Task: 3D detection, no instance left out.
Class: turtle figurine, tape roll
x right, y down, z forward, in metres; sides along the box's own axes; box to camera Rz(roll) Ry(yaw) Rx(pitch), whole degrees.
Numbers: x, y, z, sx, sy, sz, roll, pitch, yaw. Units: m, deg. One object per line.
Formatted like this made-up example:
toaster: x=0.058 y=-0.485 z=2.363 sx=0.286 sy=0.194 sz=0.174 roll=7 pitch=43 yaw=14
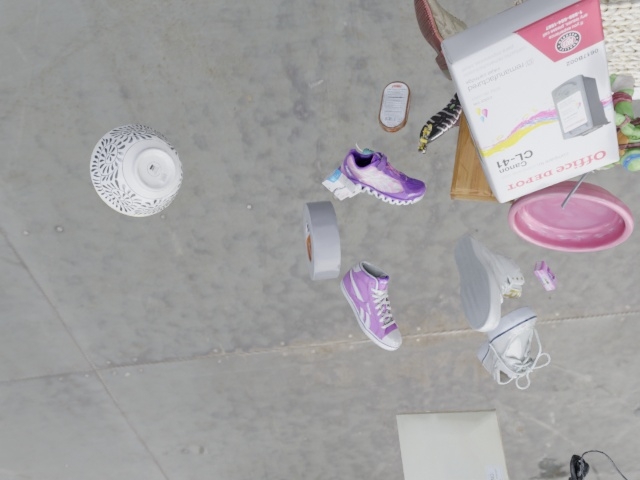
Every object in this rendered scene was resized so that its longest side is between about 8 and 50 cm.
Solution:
turtle figurine: x=0.693 y=-0.271 z=1.092 sx=0.197 sy=0.266 sz=0.274 roll=36 pitch=146 yaw=-20
tape roll: x=0.000 y=0.000 z=1.223 sx=0.072 sy=0.219 sz=0.219 roll=-5 pitch=127 yaw=-9

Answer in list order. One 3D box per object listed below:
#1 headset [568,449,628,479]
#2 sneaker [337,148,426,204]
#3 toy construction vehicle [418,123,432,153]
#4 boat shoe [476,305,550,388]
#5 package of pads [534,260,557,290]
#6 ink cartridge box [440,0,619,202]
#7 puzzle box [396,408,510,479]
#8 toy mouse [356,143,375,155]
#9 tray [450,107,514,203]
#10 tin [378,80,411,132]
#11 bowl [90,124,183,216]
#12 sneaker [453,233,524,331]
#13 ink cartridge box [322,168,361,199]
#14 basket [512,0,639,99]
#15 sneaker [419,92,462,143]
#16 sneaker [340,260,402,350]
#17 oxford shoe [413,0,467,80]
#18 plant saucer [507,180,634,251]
headset: x=0.708 y=0.528 z=0.853 sx=0.394 sy=0.185 sz=0.243 roll=9 pitch=145 yaw=32
sneaker: x=0.154 y=-0.166 z=1.099 sx=0.236 sy=0.095 sz=0.105 roll=16 pitch=130 yaw=3
toy construction vehicle: x=0.358 y=-0.351 z=1.516 sx=0.035 sy=0.098 sz=0.086 roll=14 pitch=144 yaw=13
boat shoe: x=0.517 y=0.310 z=1.165 sx=0.135 sy=0.156 sz=0.367 roll=-20 pitch=146 yaw=-8
package of pads: x=0.690 y=0.107 z=1.343 sx=0.083 sy=0.050 sz=0.032 roll=50 pitch=138 yaw=-12
ink cartridge box: x=0.377 y=-0.249 z=0.784 sx=0.226 sy=0.131 sz=0.306 roll=-21 pitch=124 yaw=21
puzzle box: x=0.361 y=0.665 z=1.153 sx=0.272 sy=0.409 sz=0.052 roll=-11 pitch=165 yaw=23
toy mouse: x=0.172 y=-0.330 z=1.781 sx=0.161 sy=0.031 sz=0.143 roll=-8 pitch=132 yaw=28
tray: x=0.572 y=-0.337 z=1.487 sx=0.202 sy=0.411 sz=0.076 roll=7 pitch=168 yaw=20
tin: x=0.270 y=-0.487 z=1.589 sx=0.106 sy=0.190 sz=0.040 roll=8 pitch=172 yaw=14
bowl: x=-0.313 y=-0.126 z=0.788 sx=0.080 sy=0.170 sz=0.170 roll=8 pitch=142 yaw=47
sneaker: x=0.428 y=0.115 z=1.054 sx=0.169 sy=0.293 sz=0.108 roll=24 pitch=130 yaw=-11
ink cartridge box: x=0.051 y=-0.129 z=1.061 sx=0.083 sy=0.028 sz=0.048 roll=40 pitch=146 yaw=-17
basket: x=0.731 y=-0.574 z=1.232 sx=0.328 sy=0.331 sz=0.266 roll=-5 pitch=136 yaw=-2
sneaker: x=0.528 y=-0.450 z=1.706 sx=0.281 sy=0.106 sz=0.162 roll=-45 pitch=129 yaw=7
sneaker: x=0.177 y=0.192 z=1.334 sx=0.102 sy=0.282 sz=0.161 roll=-21 pitch=159 yaw=-42
oxford shoe: x=0.444 y=-0.760 z=1.564 sx=0.130 sy=0.123 sz=0.348 roll=-28 pitch=103 yaw=4
plant saucer: x=0.752 y=-0.077 z=1.330 sx=0.332 sy=0.084 sz=0.332 roll=19 pitch=158 yaw=8
